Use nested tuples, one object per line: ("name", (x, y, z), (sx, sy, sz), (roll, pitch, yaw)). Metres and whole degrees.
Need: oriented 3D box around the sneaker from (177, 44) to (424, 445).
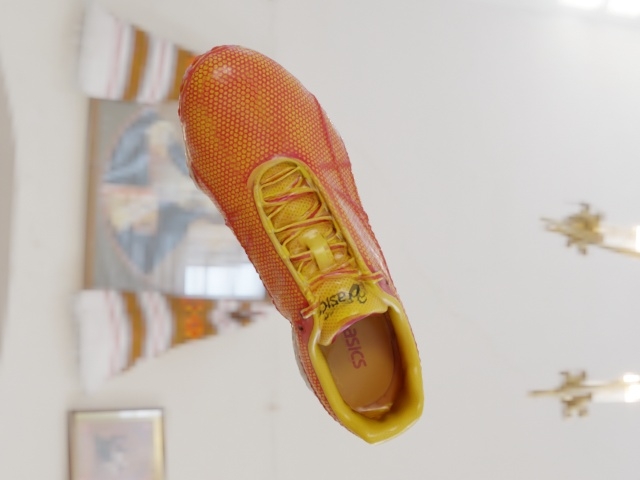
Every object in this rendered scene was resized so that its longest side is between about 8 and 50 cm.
("sneaker", (0.000, 0.000, 0.703), (0.175, 0.064, 0.067), (62, -9, -19))
